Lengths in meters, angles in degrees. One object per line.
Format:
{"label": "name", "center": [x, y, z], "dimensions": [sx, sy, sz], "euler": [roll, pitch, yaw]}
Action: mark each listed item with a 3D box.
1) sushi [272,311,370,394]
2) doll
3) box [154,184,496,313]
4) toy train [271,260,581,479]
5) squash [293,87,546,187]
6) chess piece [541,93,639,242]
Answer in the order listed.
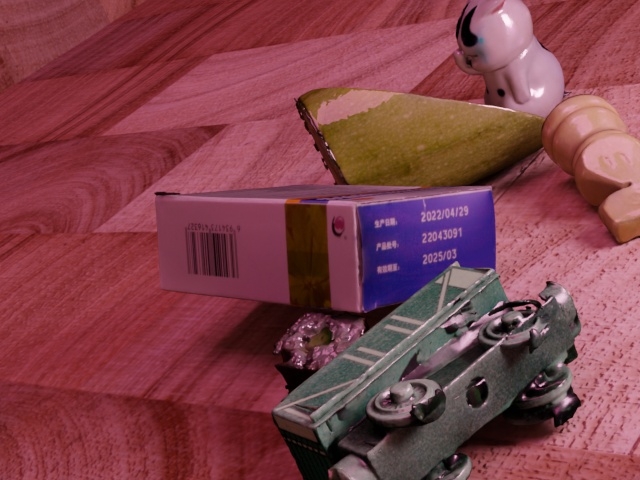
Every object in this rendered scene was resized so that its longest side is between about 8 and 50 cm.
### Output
{"label": "sushi", "center": [0.014, 0.112, 1.132], "dimensions": [0.094, 0.084, 0.098], "euler": [4, 38, 43]}
{"label": "doll", "center": [0.232, -0.226, 1.550], "dimensions": [0.107, 0.181, 0.110], "euler": [-38, 25, -1]}
{"label": "box", "center": [0.000, 0.000, 1.263], "dimensions": [0.200, 0.106, 0.299], "euler": [-8, 9, -44]}
{"label": "toy train", "center": [0.095, 0.125, 1.003], "dimensions": [0.269, 0.115, 0.154], "euler": [-37, 18, -28]}
{"label": "squash", "center": [0.123, -0.142, 1.446], "dimensions": [0.260, 0.189, 0.189], "euler": [-27, 24, 0]}
{"label": "chess piece", "center": [0.304, -0.070, 1.275], "dimensions": [0.090, 0.090, 0.200], "euler": [-23, 35, -1]}
